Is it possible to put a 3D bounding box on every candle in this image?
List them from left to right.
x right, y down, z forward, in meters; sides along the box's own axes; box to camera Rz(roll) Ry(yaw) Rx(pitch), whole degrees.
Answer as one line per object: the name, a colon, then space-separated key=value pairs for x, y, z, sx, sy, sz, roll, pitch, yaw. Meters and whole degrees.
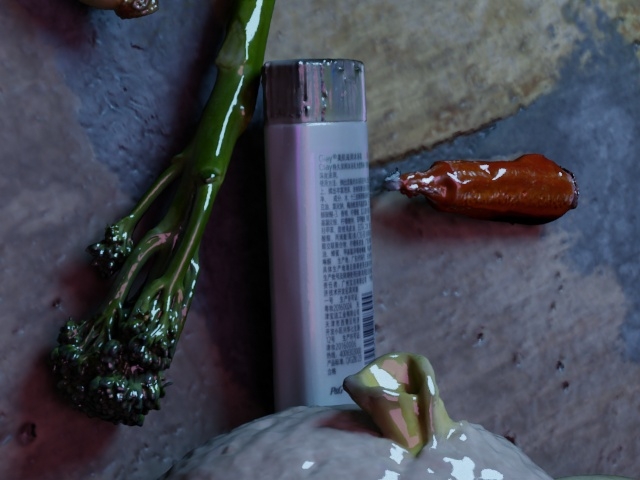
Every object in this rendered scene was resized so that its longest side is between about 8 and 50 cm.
candle: x=0.109 y=-0.040 z=1.261 sx=0.162 sy=0.048 sz=0.053 roll=2 pitch=124 yaw=-39

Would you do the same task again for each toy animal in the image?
toy animal: x=-0.001 y=0.208 z=1.060 sx=0.358 sy=0.188 sz=0.226 roll=-9 pitch=57 yaw=-6

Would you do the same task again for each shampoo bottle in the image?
shampoo bottle: x=0.000 y=0.000 z=1.157 sx=0.086 sy=0.056 sz=0.227 roll=-9 pitch=98 yaw=-60

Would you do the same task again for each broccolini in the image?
broccolini: x=-0.086 y=-0.071 z=1.145 sx=0.074 sy=0.079 sz=0.392 roll=22 pitch=64 yaw=-19

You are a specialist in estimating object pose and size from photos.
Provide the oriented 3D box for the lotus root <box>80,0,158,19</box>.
lotus root: x=-0.145 y=-0.201 z=1.113 sx=0.073 sy=0.062 sz=0.150 roll=-27 pitch=97 yaw=-10

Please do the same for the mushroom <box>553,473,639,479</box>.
mushroom: x=0.193 y=0.265 z=1.182 sx=0.255 sy=0.255 sz=0.184 roll=-13 pitch=124 yaw=-33
